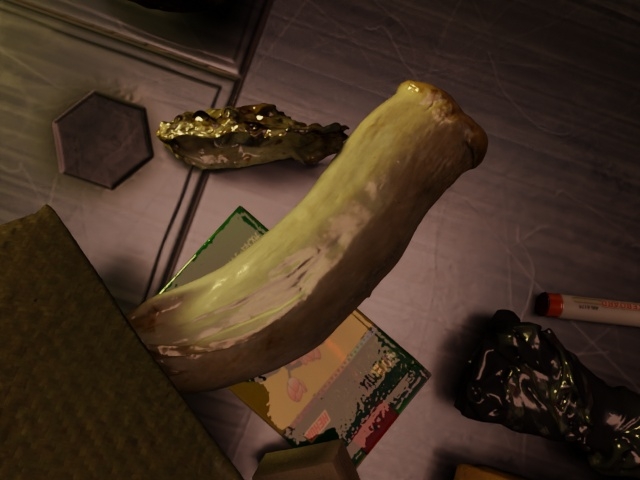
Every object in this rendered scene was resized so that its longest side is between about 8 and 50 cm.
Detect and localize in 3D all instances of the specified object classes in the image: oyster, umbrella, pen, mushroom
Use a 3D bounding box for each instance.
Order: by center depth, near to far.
[{"bbox_3d":[0.000,0.000,0.493,0.351,0.095,0.123,-41,113,-16],"label":"mushroom"},{"bbox_3d":[0.256,0.158,0.521,0.272,0.122,0.110,25,59,7],"label":"umbrella"},{"bbox_3d":[-0.064,-0.095,0.535,0.177,0.105,0.056,-2,92,19],"label":"oyster"},{"bbox_3d":[0.319,0.074,0.583,0.218,0.026,0.026,7,82,-5],"label":"pen"}]

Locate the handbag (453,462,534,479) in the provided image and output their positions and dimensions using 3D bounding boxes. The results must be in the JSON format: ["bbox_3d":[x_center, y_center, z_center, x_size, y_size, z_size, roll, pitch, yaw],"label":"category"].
[{"bbox_3d":[0.232,0.321,0.375,0.133,0.401,0.283,34,69,-40],"label":"handbag"}]

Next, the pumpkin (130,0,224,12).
[{"bbox_3d":[-0.149,-0.267,0.541,0.183,0.108,0.119,30,51,-3],"label":"pumpkin"}]

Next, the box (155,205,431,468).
[{"bbox_3d":[-0.029,0.094,0.544,0.235,0.034,0.132,41,80,1],"label":"box"}]

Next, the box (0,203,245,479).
[{"bbox_3d":[-0.177,0.138,0.392,0.143,0.184,0.273,-26,61,-32],"label":"box"}]

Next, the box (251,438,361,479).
[{"bbox_3d":[-0.004,0.217,0.504,0.079,0.035,0.083,-18,102,22],"label":"box"}]
